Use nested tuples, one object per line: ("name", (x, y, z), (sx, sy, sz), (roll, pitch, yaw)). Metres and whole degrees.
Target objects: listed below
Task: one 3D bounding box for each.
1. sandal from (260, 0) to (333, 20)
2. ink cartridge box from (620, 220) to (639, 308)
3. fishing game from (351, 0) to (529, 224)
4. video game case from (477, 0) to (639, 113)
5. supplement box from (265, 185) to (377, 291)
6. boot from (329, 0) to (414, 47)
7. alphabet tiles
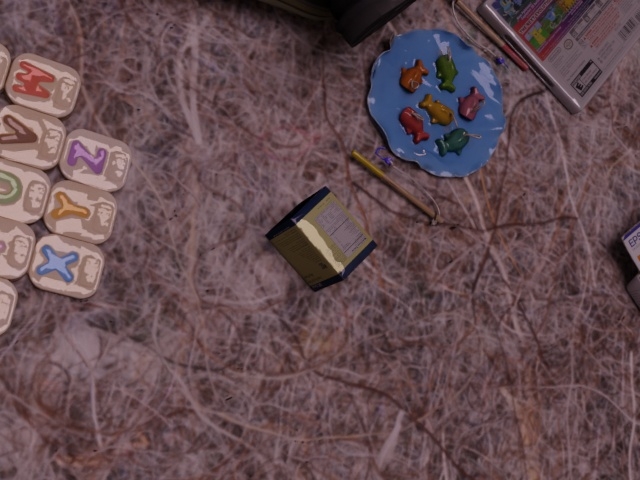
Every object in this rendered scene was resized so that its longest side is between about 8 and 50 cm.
("sandal", (-0.107, -0.311, 1.073), (0.302, 0.086, 0.120), (25, 64, -32))
("ink cartridge box", (0.492, 0.039, 1.264), (0.223, 0.045, 0.224), (-33, 92, -26))
("fishing game", (0.143, -0.166, 1.166), (0.189, 0.041, 0.264), (41, 66, -13))
("video game case", (0.319, -0.291, 1.275), (0.183, 0.023, 0.201), (45, 67, -8))
("supplement box", (0.000, 0.000, 1.044), (0.056, 0.083, 0.083), (-44, 96, -24))
("boot", (-0.014, -0.452, 1.063), (0.445, 0.146, 0.367), (51, 37, -9))
("alphabet tiles", (-0.330, -0.056, 0.953), (0.278, 0.021, 0.284), (17, 73, -18))
